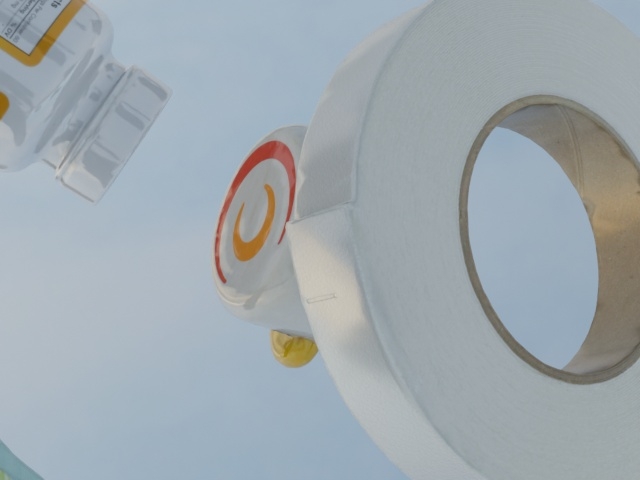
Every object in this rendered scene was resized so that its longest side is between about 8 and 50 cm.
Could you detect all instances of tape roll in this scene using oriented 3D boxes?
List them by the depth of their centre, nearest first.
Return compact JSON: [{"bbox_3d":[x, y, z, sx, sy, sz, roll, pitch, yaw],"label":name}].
[{"bbox_3d":[0.153,0.004,1.097,0.072,0.392,0.392,-17,-156,51],"label":"tape roll"}]

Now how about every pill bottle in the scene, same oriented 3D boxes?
[{"bbox_3d":[-0.231,-0.133,1.061,0.246,0.136,0.136,35,-136,-8],"label":"pill bottle"}]

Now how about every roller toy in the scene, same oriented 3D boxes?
[{"bbox_3d":[0.000,0.000,1.437,0.146,0.191,0.209,19,-122,-28],"label":"roller toy"}]

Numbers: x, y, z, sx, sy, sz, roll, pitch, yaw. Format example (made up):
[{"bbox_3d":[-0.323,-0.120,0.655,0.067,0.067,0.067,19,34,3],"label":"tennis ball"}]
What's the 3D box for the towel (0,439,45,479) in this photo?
[{"bbox_3d":[-0.238,0.221,0.828,0.090,0.374,0.320,-16,-128,13],"label":"towel"}]
